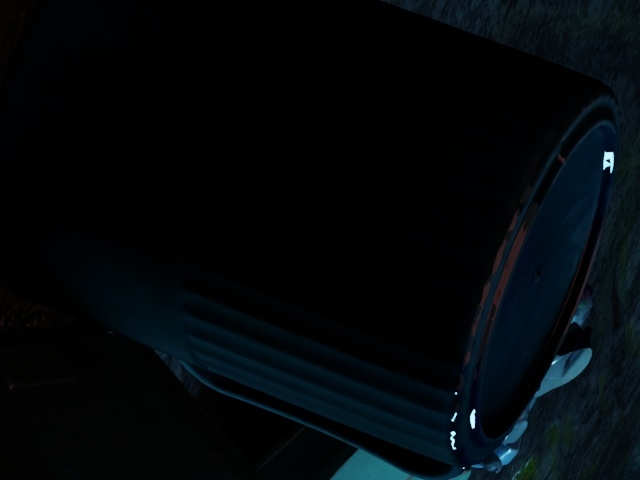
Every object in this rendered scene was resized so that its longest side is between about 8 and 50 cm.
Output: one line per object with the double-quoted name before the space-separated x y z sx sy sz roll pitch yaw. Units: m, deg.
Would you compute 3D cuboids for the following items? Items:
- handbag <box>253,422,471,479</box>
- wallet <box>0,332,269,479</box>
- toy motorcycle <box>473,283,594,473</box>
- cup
"handbag" 0.000 0.233 1.429 0.274 0.100 0.269 -45 150 -12
"wallet" -0.136 0.124 0.946 0.044 0.169 0.317 -50 164 14
"toy motorcycle" 0.139 0.139 1.668 0.416 0.172 0.232 -4 128 -58
"cup" -0.007 0.002 0.964 0.242 0.292 0.308 -28 135 -61
